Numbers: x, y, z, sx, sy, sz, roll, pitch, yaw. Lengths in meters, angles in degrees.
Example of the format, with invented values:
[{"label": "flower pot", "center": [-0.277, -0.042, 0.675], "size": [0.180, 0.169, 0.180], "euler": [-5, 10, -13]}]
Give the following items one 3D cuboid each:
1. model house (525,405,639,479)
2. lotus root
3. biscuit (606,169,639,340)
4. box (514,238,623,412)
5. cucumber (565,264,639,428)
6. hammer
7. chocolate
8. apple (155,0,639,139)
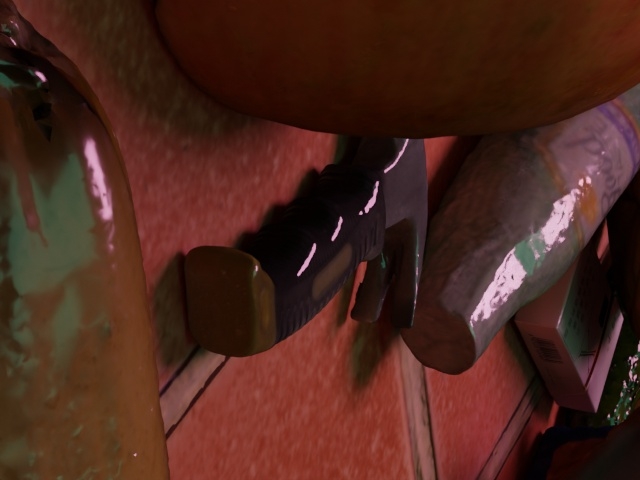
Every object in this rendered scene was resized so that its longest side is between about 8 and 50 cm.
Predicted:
[{"label": "model house", "center": [0.224, 0.212, 1.341], "size": [0.295, 0.251, 0.329], "euler": [23, 69, -64]}, {"label": "lotus root", "center": [-0.123, 0.058, 0.636], "size": [0.146, 0.131, 0.303], "euler": [-17, 114, -39]}, {"label": "biscuit", "center": [0.242, -0.025, 1.422], "size": [0.260, 0.041, 0.203], "euler": [-88, 177, -81]}, {"label": "box", "center": [0.186, 0.060, 1.421], "size": [0.154, 0.040, 0.084], "euler": [56, 46, -56]}, {"label": "cucumber", "center": [0.240, 0.090, 1.525], "size": [0.227, 0.069, 0.069], "euler": [-67, 152, -24]}, {"label": "hammer", "center": [0.000, 0.000, 0.996], "size": [0.226, 0.041, 0.159], "euler": [-41, 132, -56]}, {"label": "chocolate", "center": [0.132, -0.023, 1.215], "size": [0.291, 0.110, 0.110], "euler": [-52, 142, -44]}, {"label": "apple", "center": [0.056, -0.194, 0.882], "size": [0.252, 0.314, 0.309], "euler": [-141, -130, -69]}]
